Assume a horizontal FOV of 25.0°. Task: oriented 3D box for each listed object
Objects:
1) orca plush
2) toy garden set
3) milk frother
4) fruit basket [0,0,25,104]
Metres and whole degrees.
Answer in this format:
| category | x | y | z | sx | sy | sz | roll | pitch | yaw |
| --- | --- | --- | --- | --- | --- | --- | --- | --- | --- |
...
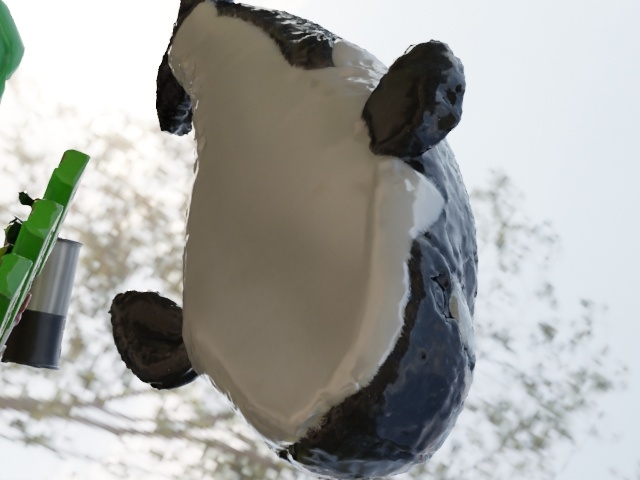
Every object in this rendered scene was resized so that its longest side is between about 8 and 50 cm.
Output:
| category | x | y | z | sx | sy | sz | roll | pitch | yaw |
| --- | --- | --- | --- | --- | --- | --- | --- | --- | --- |
| orca plush | 0.000 | 0.000 | 0.531 | 0.151 | 0.102 | 0.287 | -51 | -148 | 0 |
| toy garden set | -0.266 | 0.065 | 1.111 | 0.204 | 0.049 | 0.244 | -60 | -172 | 39 |
| milk frother | -0.331 | 0.054 | 1.471 | 0.129 | 0.143 | 0.135 | 1 | -101 | 57 |
| fruit basket | -0.417 | -0.157 | 0.890 | 0.392 | 0.392 | 0.283 | -20 | -137 | 45 |
